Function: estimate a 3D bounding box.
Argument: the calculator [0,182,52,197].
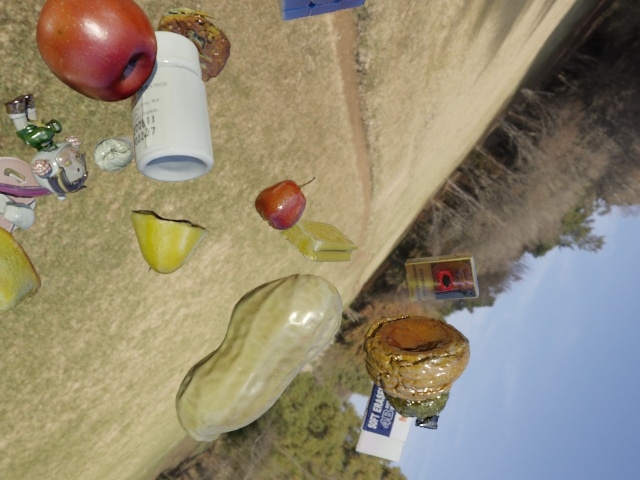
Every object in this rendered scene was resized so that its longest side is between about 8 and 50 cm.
[{"bbox_3d":[-0.828,-0.135,1.254,0.127,0.191,0.034,3,-93,53],"label":"calculator"}]

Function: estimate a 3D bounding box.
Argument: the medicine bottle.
[{"bbox_3d":[-0.422,-0.369,1.324,0.211,0.371,0.211,-10,165,-3],"label":"medicine bottle"}]

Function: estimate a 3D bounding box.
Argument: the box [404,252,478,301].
[{"bbox_3d":[0.437,0.137,1.704,0.240,0.159,0.071,-7,-169,25],"label":"box"}]

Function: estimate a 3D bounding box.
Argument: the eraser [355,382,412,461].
[{"bbox_3d":[0.190,0.448,1.284,0.086,0.130,0.287,-44,148,-78],"label":"eraser"}]

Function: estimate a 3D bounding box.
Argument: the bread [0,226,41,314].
[{"bbox_3d":[-0.909,0.077,1.281,0.270,0.270,0.148,-56,-175,33],"label":"bread"}]

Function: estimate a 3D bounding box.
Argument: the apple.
[{"bbox_3d":[-0.521,-0.458,1.115,0.260,0.216,0.260,-55,179,-1],"label":"apple"}]

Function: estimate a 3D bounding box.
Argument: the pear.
[{"bbox_3d":[-0.477,0.017,1.468,0.267,0.267,0.178,59,38,-82],"label":"pear"}]

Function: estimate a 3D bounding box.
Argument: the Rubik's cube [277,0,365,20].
[{"bbox_3d":[-0.008,-0.884,1.437,0.292,0.291,0.290,-13,-173,-3],"label":"Rubik's cube"}]

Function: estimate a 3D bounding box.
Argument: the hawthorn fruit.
[{"bbox_3d":[-0.105,-0.132,1.498,0.203,0.162,0.162,-45,172,-7],"label":"hawthorn fruit"}]

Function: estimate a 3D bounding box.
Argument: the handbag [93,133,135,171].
[{"bbox_3d":[-0.595,-0.264,1.390,0.117,0.095,0.173,-30,-159,3],"label":"handbag"}]

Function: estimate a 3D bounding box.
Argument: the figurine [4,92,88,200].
[{"bbox_3d":[-0.937,-0.310,1.623,0.281,0.167,0.370,-89,165,-57],"label":"figurine"}]

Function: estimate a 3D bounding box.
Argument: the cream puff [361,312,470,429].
[{"bbox_3d":[0.166,0.237,0.821,0.183,0.183,0.168,-38,128,-59],"label":"cream puff"}]

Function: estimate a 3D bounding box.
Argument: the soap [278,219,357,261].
[{"bbox_3d":[0.000,0.000,1.940,0.315,0.199,0.091,6,119,-57],"label":"soap"}]

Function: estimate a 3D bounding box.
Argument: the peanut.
[{"bbox_3d":[-0.067,0.118,0.487,0.214,0.099,0.090,-50,-173,-2],"label":"peanut"}]

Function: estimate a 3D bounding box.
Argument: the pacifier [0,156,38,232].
[{"bbox_3d":[-1.090,-0.124,1.601,0.273,0.220,0.332,15,-110,56],"label":"pacifier"}]

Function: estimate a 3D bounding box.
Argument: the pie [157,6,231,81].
[{"bbox_3d":[-0.484,-0.758,1.806,0.308,0.308,0.085,117,-10,-58],"label":"pie"}]
